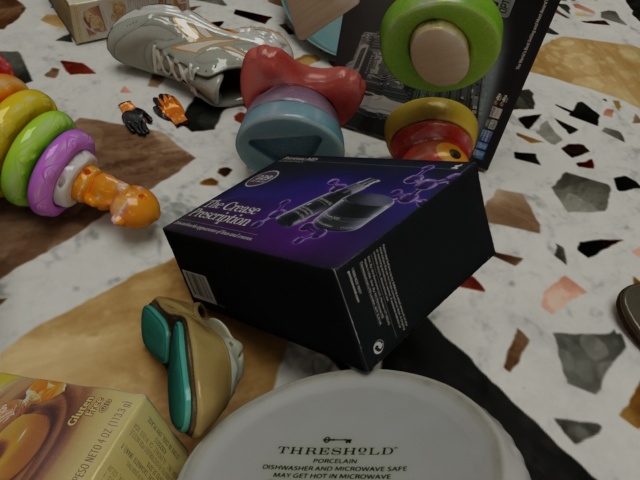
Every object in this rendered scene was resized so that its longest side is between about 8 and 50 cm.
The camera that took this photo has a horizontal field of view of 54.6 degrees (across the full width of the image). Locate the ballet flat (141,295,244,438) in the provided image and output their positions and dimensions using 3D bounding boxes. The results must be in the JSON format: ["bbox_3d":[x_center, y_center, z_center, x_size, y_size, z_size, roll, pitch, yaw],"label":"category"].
[{"bbox_3d":[-0.103,0.094,0.534,0.073,0.080,0.232,3,11,-24],"label":"ballet flat"}]

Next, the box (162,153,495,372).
[{"bbox_3d":[0.000,0.000,0.594,0.184,0.103,0.261,-33,28,-34],"label":"box"}]

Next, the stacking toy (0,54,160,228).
[{"bbox_3d":[-0.313,-0.093,0.688,0.302,0.166,0.175,28,39,0],"label":"stacking toy"}]

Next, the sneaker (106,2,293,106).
[{"bbox_3d":[-0.172,-0.247,0.863,0.262,0.099,0.121,7,54,-2],"label":"sneaker"}]

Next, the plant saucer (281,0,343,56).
[{"bbox_3d":[0.093,-0.416,1.017,0.318,0.043,0.317,-1,70,4],"label":"plant saucer"}]

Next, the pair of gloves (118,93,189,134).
[{"bbox_3d":[-0.228,-0.173,0.844,0.083,0.010,0.074,-22,57,-24],"label":"pair of gloves"}]

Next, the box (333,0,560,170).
[{"bbox_3d":[0.149,-0.261,0.782,0.242,0.307,0.076,19,46,6],"label":"box"}]

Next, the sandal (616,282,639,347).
[{"bbox_3d":[0.417,0.124,0.661,0.090,0.060,0.219,-16,54,-22],"label":"sandal"}]

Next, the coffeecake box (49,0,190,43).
[{"bbox_3d":[-0.321,-0.393,0.977,0.185,0.068,0.142,-22,57,-25],"label":"coffeecake box"}]

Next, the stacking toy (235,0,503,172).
[{"bbox_3d":[0.055,-0.143,0.700,0.309,0.279,0.130,8,60,-4],"label":"stacking toy"}]

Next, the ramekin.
[{"bbox_3d":[0.021,0.197,0.412,0.273,0.127,0.273,-10,21,4],"label":"ramekin"}]

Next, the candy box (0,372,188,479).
[{"bbox_3d":[-0.242,0.237,0.386,0.183,0.087,0.316,0,42,26],"label":"candy box"}]
